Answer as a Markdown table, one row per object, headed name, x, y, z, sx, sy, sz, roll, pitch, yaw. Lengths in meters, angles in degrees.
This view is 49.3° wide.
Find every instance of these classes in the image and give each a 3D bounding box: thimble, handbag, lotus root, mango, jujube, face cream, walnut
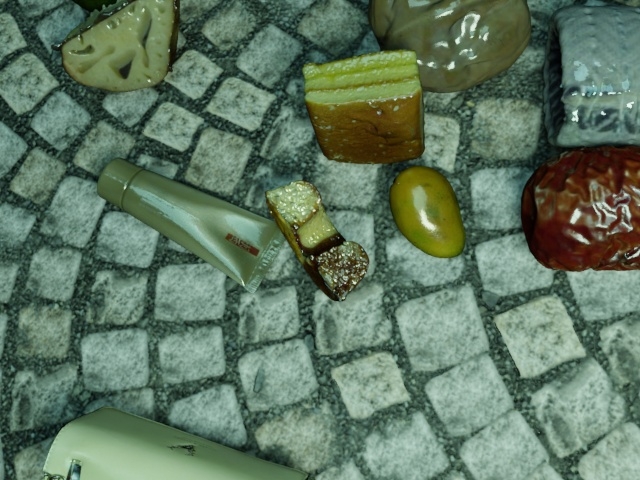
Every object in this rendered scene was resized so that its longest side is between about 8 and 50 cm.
| name | x | y | z | sx | sy | sz | roll | pitch | yaw |
| --- | --- | --- | --- | --- | --- | --- | --- | --- | --- |
| thimble | 0.439 | -0.250 | 1.086 | 0.157 | 0.217 | 0.245 | 0 | 34 | 11 |
| handbag | -0.204 | 0.376 | 1.049 | 0.359 | 0.237 | 0.160 | 14 | 81 | 13 |
| lotus root | -0.353 | -0.367 | 1.297 | 0.261 | 0.170 | 0.074 | -19 | 32 | 8 |
| mango | 0.175 | -0.045 | 1.159 | 0.111 | 0.089 | 0.163 | -14 | 83 | 6 |
| jujube | 0.427 | -0.046 | 1.049 | 0.232 | 0.213 | 0.213 | -2 | 76 | 2 |
| face cream | -0.232 | -0.041 | 1.243 | 0.341 | 0.084 | 0.137 | 27 | 73 | 8 |
| walnut | 0.215 | -0.377 | 1.158 | 0.273 | 0.227 | 0.273 | -2 | 75 | 7 |

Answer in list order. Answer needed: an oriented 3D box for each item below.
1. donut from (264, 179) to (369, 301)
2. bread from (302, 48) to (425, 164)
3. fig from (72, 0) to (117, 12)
| name | x | y | z | sx | sy | sz | roll | pitch | yaw |
| --- | --- | --- | --- | --- | --- | --- | --- | --- | --- |
| donut | -0.002 | -0.001 | 1.158 | 0.085 | 0.141 | 0.217 | -34 | 81 | -9 |
| bread | 0.080 | -0.204 | 1.138 | 0.184 | 0.234 | 0.110 | -3 | 74 | 10 |
| fig | -0.419 | -0.514 | 1.292 | 0.195 | 0.245 | 0.195 | 3 | 104 | 11 |
